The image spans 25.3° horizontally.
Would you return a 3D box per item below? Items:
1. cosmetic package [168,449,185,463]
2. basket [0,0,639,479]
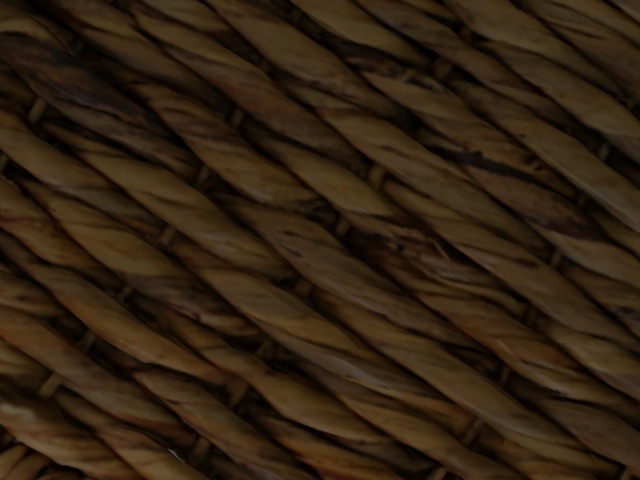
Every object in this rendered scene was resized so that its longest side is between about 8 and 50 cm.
[{"bbox_3d":[-0.073,0.135,0.601,0.230,0.453,0.162,8,-97,55],"label":"cosmetic package"},{"bbox_3d":[0.000,0.000,0.427,0.299,0.213,0.223,33,-99,-2],"label":"basket"}]
